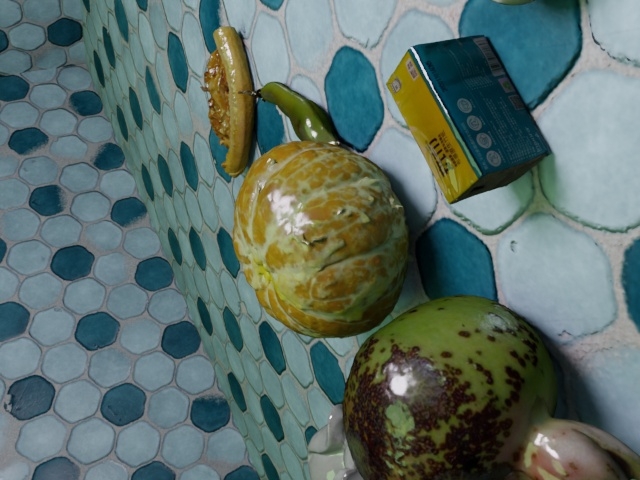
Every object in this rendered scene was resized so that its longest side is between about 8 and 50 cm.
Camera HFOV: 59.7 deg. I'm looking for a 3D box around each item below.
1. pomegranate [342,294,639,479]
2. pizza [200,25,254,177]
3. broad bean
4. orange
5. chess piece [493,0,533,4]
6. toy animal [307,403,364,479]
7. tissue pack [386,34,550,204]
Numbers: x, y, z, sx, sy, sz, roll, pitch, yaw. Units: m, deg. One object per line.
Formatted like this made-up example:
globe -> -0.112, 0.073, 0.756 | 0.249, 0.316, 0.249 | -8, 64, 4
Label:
pomegranate -> 0.198, 0.224, 0.667 | 0.341, 0.285, 0.285 | 22, 127, 43
pizza -> -0.218, -0.318, 1.306 | 0.182, 0.074, 0.365 | 40, 140, 33
broad bean -> -0.050, -0.245, 1.057 | 0.325, 0.067, 0.075 | 47, 114, 43
orange -> 0.000, 0.000, 0.907 | 0.329, 0.249, 0.329 | 49, 150, 42
chess piece -> 0.141, -0.326, 0.566 | 0.251, 0.144, 0.144 | 45, 144, 34
toy animal -> 0.069, 0.452, 1.116 | 0.265, 0.206, 0.271 | -33, 79, 59
tissue pack -> 0.166, -0.139, 0.642 | 0.169, 0.120, 0.082 | 65, 151, 10
